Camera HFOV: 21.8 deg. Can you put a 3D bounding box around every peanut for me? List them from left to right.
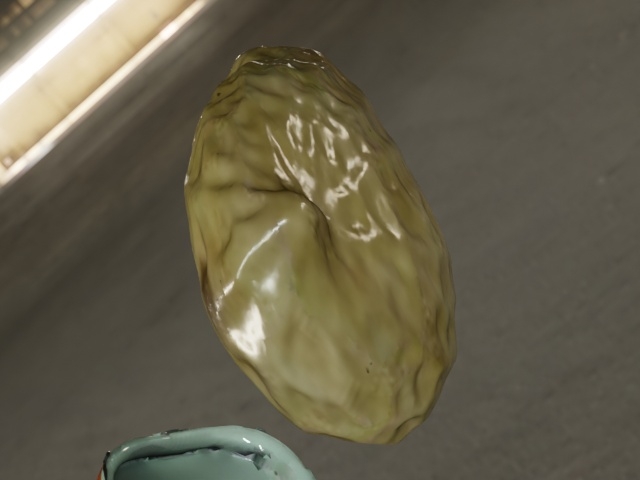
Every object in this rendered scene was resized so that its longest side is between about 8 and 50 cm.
[{"bbox_3d":[0.000,0.000,0.796,0.110,0.197,0.233,-23,5,3],"label":"peanut"}]

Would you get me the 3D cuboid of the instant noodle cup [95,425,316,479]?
[{"bbox_3d":[-0.122,0.343,1.478,0.294,0.293,0.308,-59,-9,-59],"label":"instant noodle cup"}]
